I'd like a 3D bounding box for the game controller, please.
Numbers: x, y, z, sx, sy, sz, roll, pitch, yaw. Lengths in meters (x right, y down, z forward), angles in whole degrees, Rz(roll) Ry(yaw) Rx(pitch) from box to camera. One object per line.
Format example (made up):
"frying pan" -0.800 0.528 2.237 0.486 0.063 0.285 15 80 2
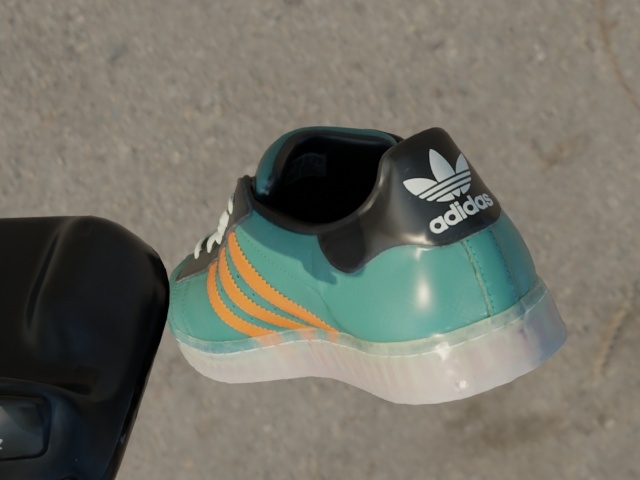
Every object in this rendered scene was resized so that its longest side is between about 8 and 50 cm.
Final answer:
"game controller" -0.221 0.056 0.650 0.319 0.166 0.067 -2 126 16

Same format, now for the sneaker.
"sneaker" 0.000 0.000 0.788 0.108 0.302 0.121 -28 103 -28
